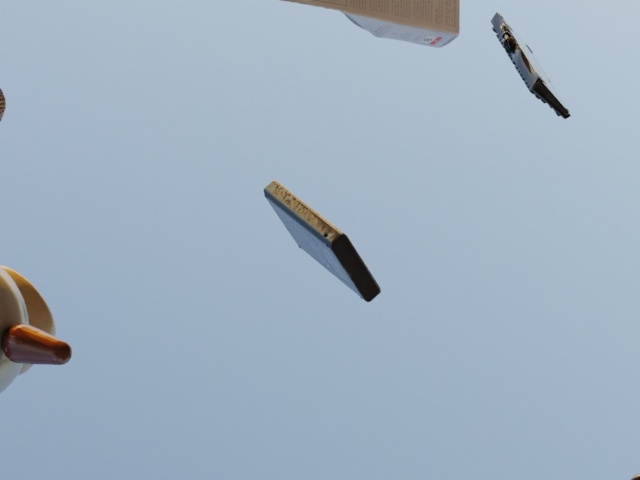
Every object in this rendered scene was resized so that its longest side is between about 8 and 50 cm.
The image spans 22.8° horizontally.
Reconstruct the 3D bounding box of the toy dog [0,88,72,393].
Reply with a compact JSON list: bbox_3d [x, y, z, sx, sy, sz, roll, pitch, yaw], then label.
[{"bbox_3d":[-0.270,-0.007,1.038,0.334,0.161,0.220,51,-135,-37],"label":"toy dog"}]

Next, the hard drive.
[{"bbox_3d":[0.000,0.000,1.611,0.135,0.022,0.094,38,167,48],"label":"hard drive"}]

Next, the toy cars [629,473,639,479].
[{"bbox_3d":[0.340,0.251,1.466,0.393,0.176,0.087,-7,-94,-20],"label":"toy cars"}]

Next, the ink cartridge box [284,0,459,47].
[{"bbox_3d":[0.039,-0.256,1.411,0.179,0.045,0.145,7,-105,-20],"label":"ink cartridge box"}]

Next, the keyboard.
[{"bbox_3d":[0.252,-0.225,1.981,0.108,0.023,0.180,43,-164,-33],"label":"keyboard"}]
